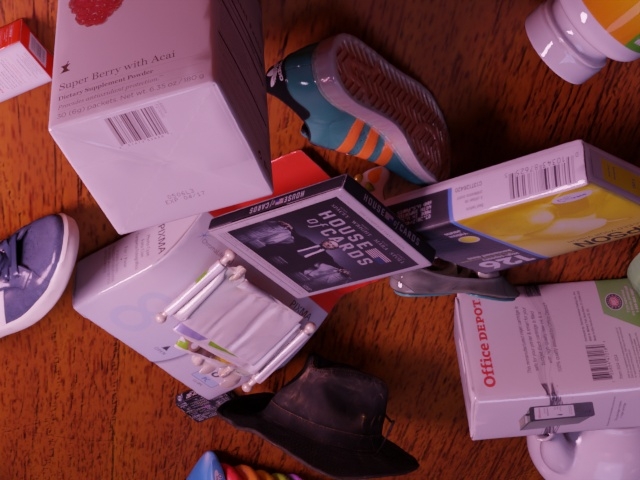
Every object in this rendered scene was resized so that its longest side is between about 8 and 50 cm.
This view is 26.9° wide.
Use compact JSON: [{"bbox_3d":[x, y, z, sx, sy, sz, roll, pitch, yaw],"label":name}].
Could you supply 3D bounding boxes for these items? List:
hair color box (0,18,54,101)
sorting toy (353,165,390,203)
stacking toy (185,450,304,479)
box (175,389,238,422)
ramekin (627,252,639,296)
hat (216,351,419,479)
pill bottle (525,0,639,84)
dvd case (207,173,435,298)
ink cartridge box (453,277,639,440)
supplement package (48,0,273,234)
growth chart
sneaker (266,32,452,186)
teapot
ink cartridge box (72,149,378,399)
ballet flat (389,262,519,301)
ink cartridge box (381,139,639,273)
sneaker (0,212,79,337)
[{"bbox_3d":[-0.388,-0.196,1.553,0.141,0.043,0.072,-20,138,15],"label":"hair color box"},{"bbox_3d":[0.068,-0.044,1.750,0.045,0.075,0.083,-1,131,-19],"label":"sorting toy"},{"bbox_3d":[-0.078,0.460,2.304,0.302,0.175,0.166,3,143,-28],"label":"stacking toy"},{"bbox_3d":[-0.179,0.257,2.132,0.083,0.018,0.067,-23,137,20],"label":"box"},{"bbox_3d":[0.589,0.068,1.832,0.303,0.148,0.303,-11,158,-5],"label":"ramekin"},{"bbox_3d":[0.018,0.244,2.009,0.331,0.331,0.134,16,98,-24],"label":"hat"},{"bbox_3d":[0.347,-0.283,1.464,0.136,0.136,0.246,26,131,-32],"label":"pill bottle"},{"bbox_3d":[0.000,0.000,1.693,0.239,0.029,0.179,-16,137,42],"label":"dvd case"},{"bbox_3d":[0.340,0.171,1.953,0.273,0.198,0.115,-4,140,-1],"label":"ink cartridge box"},{"bbox_3d":[-0.164,-0.187,1.396,0.177,0.293,0.175,-15,140,10],"label":"supplement package"},{"bbox_3d":[-0.118,0.122,1.855,0.172,0.021,0.237,-37,133,12],"label":"growth chart"},{"bbox_3d":[0.051,-0.151,1.626,0.121,0.108,0.302,-8,150,35],"label":"sneaker"},{"bbox_3d":[0.448,0.270,2.070,0.252,0.256,0.187,6,129,3],"label":"teapot"},{"bbox_3d":[-0.099,0.061,1.857,0.385,0.091,0.308,-25,136,23],"label":"ink cartridge box"},{"bbox_3d":[0.197,0.048,1.891,0.213,0.072,0.068,4,103,-26],"label":"ballet flat"},{"bbox_3d":[0.289,-0.026,1.703,0.303,0.072,0.307,-18,154,40],"label":"ink cartridge box"},{"bbox_3d":[-0.470,0.058,1.775,0.350,0.131,0.148,-34,137,30],"label":"sneaker"}]
